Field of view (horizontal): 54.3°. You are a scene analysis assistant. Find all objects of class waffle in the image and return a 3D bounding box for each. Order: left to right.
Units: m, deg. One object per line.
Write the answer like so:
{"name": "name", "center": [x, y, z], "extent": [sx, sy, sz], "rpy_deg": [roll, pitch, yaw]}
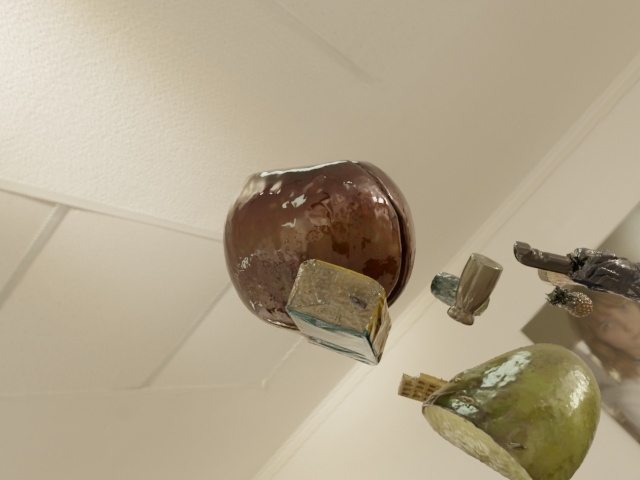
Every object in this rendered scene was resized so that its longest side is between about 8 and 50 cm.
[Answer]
{"name": "waffle", "center": [0.237, 0.323, 1.350], "extent": [0.092, 0.135, 0.021], "rpy_deg": [97, -169, -46]}

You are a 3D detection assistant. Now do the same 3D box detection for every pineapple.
{"name": "pineapple", "center": [0.691, 0.168, 1.744], "extent": [0.159, 0.074, 0.074], "rpy_deg": [19, -63, -31]}

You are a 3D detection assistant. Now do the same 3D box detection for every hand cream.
{"name": "hand cream", "center": [0.619, 0.082, 1.537], "extent": [0.084, 0.084, 0.203], "rpy_deg": [-38, 9, -5]}

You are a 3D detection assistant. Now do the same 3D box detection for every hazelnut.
{"name": "hazelnut", "center": [0.000, 0.000, 1.393], "extent": [0.429, 0.402, 0.402], "rpy_deg": [-9, -24, 20]}

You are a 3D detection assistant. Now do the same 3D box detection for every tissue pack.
{"name": "tissue pack", "center": [0.031, 0.101, 0.853], "extent": [0.169, 0.120, 0.082], "rpy_deg": [68, -138, -64]}

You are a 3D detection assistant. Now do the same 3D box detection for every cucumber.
{"name": "cucumber", "center": [0.263, 0.102, 1.188], "extent": [0.064, 0.112, 0.064], "rpy_deg": [-15, -66, -37]}

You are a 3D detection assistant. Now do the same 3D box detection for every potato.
{"name": "potato", "center": [0.329, 0.244, 1.020], "extent": [0.255, 0.269, 0.112], "rpy_deg": [-35, -62, -21]}

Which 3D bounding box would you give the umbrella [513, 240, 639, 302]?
{"name": "umbrella", "center": [0.378, 0.040, 0.826], "extent": [0.071, 0.248, 0.071], "rpy_deg": [12, -90, -81]}

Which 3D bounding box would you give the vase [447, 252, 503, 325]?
{"name": "vase", "center": [0.228, 0.074, 0.931], "extent": [0.053, 0.053, 0.101], "rpy_deg": [0, -63, -48]}
